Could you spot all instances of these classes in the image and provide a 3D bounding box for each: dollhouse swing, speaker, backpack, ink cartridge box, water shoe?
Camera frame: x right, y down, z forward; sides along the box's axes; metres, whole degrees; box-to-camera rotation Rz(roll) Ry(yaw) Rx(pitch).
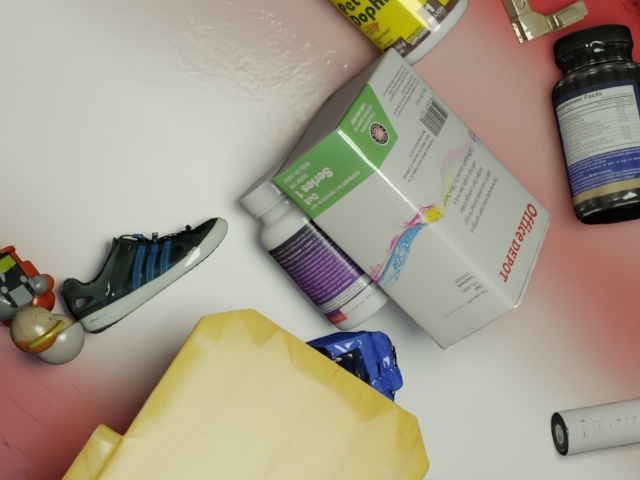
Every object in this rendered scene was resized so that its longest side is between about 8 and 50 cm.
[{"bbox_3d":[-0.103,0.301,1.559,0.347,0.315,0.305,33,56,-3],"label":"dollhouse swing"},{"bbox_3d":[0.354,0.225,1.722,0.136,0.055,0.055,-8,92,-12],"label":"speaker"},{"bbox_3d":[0.043,0.166,1.633,0.101,0.098,0.120,-16,93,-15],"label":"backpack"},{"bbox_3d":[0.109,-0.047,1.581,0.278,0.117,0.201,45,38,-11],"label":"ink cartridge box"},{"bbox_3d":[-0.198,0.021,1.592,0.203,0.073,0.080,-36,95,-10],"label":"water shoe"}]

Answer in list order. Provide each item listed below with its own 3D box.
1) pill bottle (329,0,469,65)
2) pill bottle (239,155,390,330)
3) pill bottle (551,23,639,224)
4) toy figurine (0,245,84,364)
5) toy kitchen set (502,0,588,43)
[{"bbox_3d":[0.059,-0.308,1.621,0.215,0.117,0.117,43,82,-9],"label":"pill bottle"},{"bbox_3d":[0.000,0.000,1.616,0.108,0.108,0.193,-43,99,-8],"label":"pill bottle"},{"bbox_3d":[0.342,-0.137,1.672,0.123,0.123,0.219,-7,79,-12],"label":"pill bottle"},{"bbox_3d":[-0.363,0.111,1.487,0.213,0.209,0.148,-38,88,-8],"label":"toy figurine"},{"bbox_3d":[0.272,-0.287,1.692,0.083,0.068,0.075,-25,96,-11],"label":"toy kitchen set"}]
